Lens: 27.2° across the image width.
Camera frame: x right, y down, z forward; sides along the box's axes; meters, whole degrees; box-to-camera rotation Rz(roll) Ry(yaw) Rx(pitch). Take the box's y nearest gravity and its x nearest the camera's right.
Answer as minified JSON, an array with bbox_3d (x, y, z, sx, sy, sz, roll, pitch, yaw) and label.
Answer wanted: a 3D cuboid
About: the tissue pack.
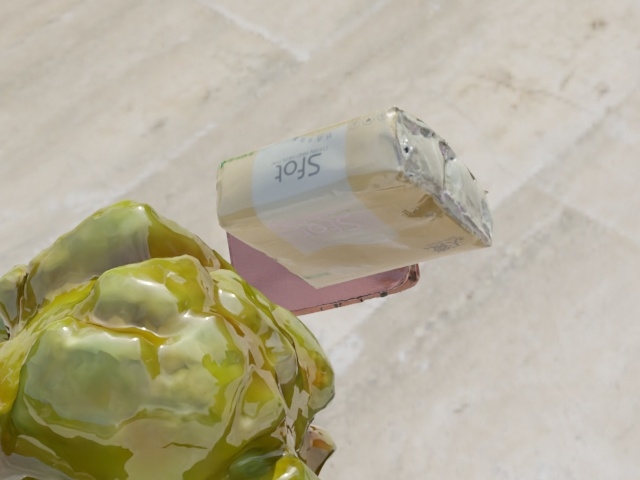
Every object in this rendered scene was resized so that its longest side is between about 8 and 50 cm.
[{"bbox_3d":[0.034,-0.036,1.284,0.222,0.186,0.090,-13,58,32],"label":"tissue pack"}]

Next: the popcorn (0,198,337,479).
[{"bbox_3d":[-0.152,0.117,0.889,0.290,0.321,0.326,-43,21,-25],"label":"popcorn"}]

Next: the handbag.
[{"bbox_3d":[0.000,0.000,1.523,0.213,0.059,0.157,-14,80,18],"label":"handbag"}]
